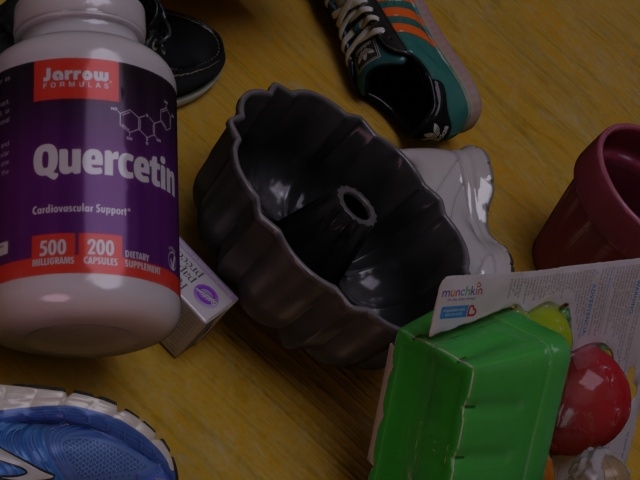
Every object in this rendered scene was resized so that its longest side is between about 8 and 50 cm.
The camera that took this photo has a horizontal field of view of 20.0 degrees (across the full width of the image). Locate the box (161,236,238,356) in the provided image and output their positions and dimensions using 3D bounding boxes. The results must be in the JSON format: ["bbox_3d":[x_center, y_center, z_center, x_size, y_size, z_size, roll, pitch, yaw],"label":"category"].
[{"bbox_3d":[-0.221,-0.028,1.801,0.324,0.067,0.063,45,38,6],"label":"box"}]

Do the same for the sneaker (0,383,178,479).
[{"bbox_3d":[-0.274,0.198,1.512,0.330,0.130,0.147,15,59,-26],"label":"sneaker"}]

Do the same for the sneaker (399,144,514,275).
[{"bbox_3d":[0.139,0.010,2.069,0.129,0.111,0.297,6,44,-17],"label":"sneaker"}]

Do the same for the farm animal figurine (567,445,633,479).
[{"bbox_3d":[0.186,0.383,1.662,0.330,0.172,0.327,-23,112,-50],"label":"farm animal figurine"}]

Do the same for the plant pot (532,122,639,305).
[{"bbox_3d":[0.360,-0.011,2.195,0.201,0.180,0.201,24,41,-23],"label":"plant pot"}]

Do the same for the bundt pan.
[{"bbox_3d":[0.000,0.000,1.895,0.331,0.124,0.331,33,32,-24],"label":"bundt pan"}]

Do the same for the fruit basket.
[{"bbox_3d":[0.206,0.172,1.825,0.165,0.327,0.353,23,21,38],"label":"fruit basket"}]

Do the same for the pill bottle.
[{"bbox_3d":[-0.221,-0.064,1.669,0.181,0.181,0.323,10,68,-35],"label":"pill bottle"}]

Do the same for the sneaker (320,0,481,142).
[{"bbox_3d":[0.074,-0.249,2.237,0.302,0.108,0.121,52,34,11],"label":"sneaker"}]

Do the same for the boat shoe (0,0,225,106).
[{"bbox_3d":[-0.220,-0.222,1.949,0.340,0.113,0.127,1,53,-41],"label":"boat shoe"}]
